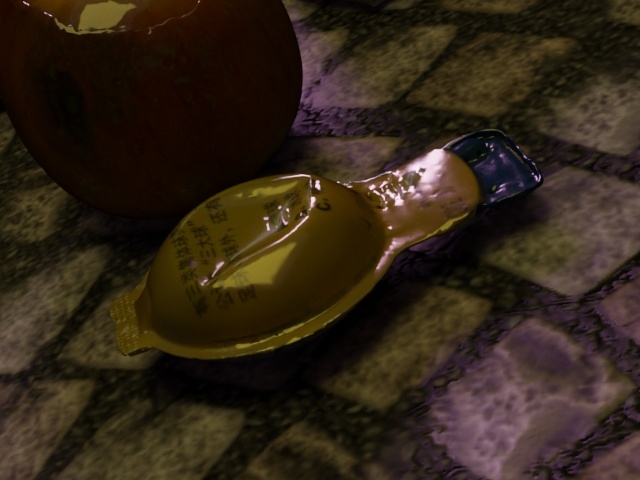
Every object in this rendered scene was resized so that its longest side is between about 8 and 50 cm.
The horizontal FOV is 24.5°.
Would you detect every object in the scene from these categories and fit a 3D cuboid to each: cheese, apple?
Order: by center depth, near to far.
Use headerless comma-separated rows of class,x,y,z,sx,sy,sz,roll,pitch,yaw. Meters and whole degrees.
cheese,0.000,0.000,0.883,0.270,0.069,0.177,-25,31,-3
apple,-0.131,-0.133,1.051,0.236,0.207,0.237,-19,33,13

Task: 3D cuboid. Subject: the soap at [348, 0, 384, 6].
soap,0.036,-0.325,1.227,0.182,0.199,0.138,-39,37,-20
